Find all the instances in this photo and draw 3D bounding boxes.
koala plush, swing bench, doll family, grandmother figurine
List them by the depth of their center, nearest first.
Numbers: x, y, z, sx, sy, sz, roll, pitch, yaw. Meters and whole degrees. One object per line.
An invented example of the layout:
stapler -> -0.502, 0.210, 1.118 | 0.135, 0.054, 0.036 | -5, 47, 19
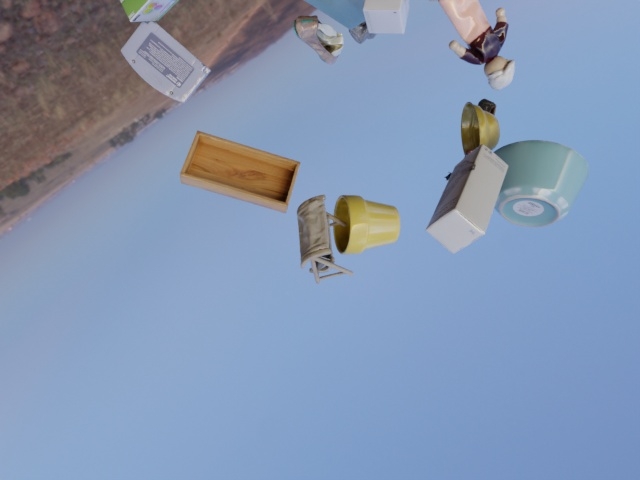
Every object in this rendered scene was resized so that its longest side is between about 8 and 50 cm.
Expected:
grandmother figurine -> 0.458, -0.594, 1.452 | 0.207, 0.342, 0.104 | -36, -166, 1
doll family -> 0.427, -0.194, 1.531 | 0.111, 0.076, 0.193 | -53, 176, -29
swing bench -> 0.000, 0.000, 1.992 | 0.165, 0.255, 0.253 | -16, -121, 19
koala plush -> 0.161, -0.965, 2.062 | 0.203, 0.221, 0.196 | -51, 177, 37

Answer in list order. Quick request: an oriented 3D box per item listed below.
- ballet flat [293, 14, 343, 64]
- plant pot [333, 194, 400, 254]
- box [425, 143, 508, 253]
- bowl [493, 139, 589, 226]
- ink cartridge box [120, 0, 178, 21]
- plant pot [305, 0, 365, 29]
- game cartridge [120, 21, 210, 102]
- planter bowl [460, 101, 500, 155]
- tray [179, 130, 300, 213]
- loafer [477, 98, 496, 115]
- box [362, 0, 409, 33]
ballet flat -> 0.021, -0.711, 1.792 | 0.106, 0.108, 0.316 | -5, 180, 26
plant pot -> 0.199, -0.066, 2.131 | 0.238, 0.254, 0.254 | 0, -165, -15
box -> 0.358, -0.105, 1.214 | 0.113, 0.094, 0.275 | -44, -171, 49
bowl -> 0.667, -0.153, 1.585 | 0.311, 0.311, 0.163 | -12, -127, 48
ink cartridge box -> -0.625, -0.834, 1.710 | 0.188, 0.097, 0.255 | -19, -169, 39
plant pot -> 0.102, -0.795, 1.422 | 0.252, 0.247, 0.247 | 10, -95, 56
game cartridge -> -0.596, -0.676, 1.921 | 0.196, 0.294, 0.060 | -50, -164, 2
planter bowl -> 0.555, -0.369, 1.722 | 0.090, 0.217, 0.217 | -7, -156, 0
tray -> -0.300, -0.258, 1.913 | 0.076, 0.410, 0.203 | 119, -14, -64
loafer -> 0.615, -0.435, 1.861 | 0.062, 0.170, 0.061 | -30, -140, -22
box -> 0.174, -0.608, 1.315 | 0.101, 0.101, 0.087 | 8, -102, 17
